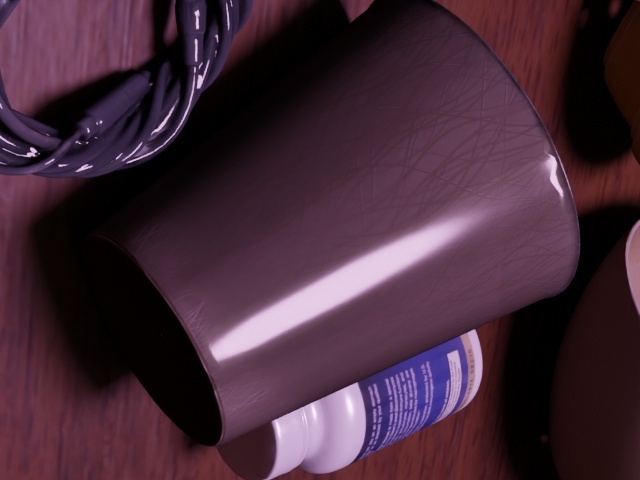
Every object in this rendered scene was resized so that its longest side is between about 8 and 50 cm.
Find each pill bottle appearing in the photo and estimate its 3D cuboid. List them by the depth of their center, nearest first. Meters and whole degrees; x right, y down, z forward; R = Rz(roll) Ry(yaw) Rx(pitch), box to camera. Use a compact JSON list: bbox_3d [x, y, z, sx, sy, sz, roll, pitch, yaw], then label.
[{"bbox_3d":[0.015,0.090,0.742,0.169,0.094,0.094,-18,118,-40],"label":"pill bottle"}]

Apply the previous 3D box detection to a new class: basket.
[{"bbox_3d":[0.000,0.000,0.649,0.227,0.154,0.204,-33,93,-25],"label":"basket"}]

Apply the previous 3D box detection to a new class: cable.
[{"bbox_3d":[-0.108,-0.107,0.582,0.184,0.047,0.150,-59,142,-13],"label":"cable"}]

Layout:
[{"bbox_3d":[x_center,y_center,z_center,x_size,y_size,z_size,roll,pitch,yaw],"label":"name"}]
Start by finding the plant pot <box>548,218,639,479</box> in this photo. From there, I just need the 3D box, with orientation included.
[{"bbox_3d":[0.296,0.143,0.954,0.284,0.284,0.191,-4,145,-44],"label":"plant pot"}]

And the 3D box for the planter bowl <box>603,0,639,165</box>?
[{"bbox_3d":[0.276,-0.151,0.883,0.217,0.090,0.217,-49,164,-19],"label":"planter bowl"}]
